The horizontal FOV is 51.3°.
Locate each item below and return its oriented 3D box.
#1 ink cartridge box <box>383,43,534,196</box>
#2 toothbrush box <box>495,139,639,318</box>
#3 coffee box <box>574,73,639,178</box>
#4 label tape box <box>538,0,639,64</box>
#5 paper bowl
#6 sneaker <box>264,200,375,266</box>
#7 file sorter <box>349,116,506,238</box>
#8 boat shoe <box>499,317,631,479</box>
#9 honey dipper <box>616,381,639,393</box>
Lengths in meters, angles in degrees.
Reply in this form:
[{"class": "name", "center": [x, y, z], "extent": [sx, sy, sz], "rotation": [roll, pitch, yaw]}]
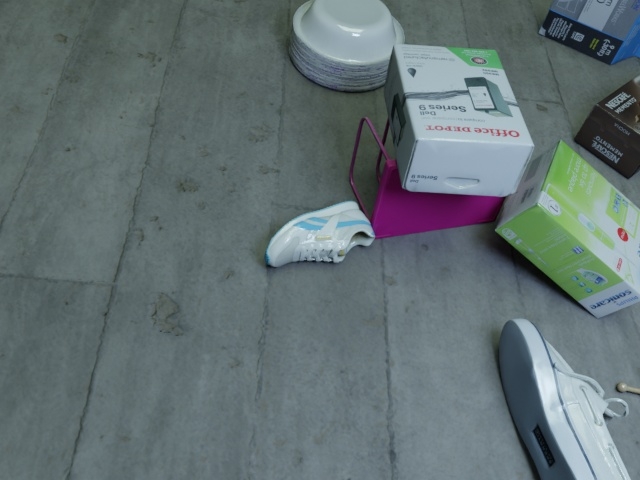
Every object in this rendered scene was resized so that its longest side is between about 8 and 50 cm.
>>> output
[{"class": "ink cartridge box", "center": [0.242, -0.226, 1.218], "extent": [0.211, 0.121, 0.289], "rotation": [1, 48, -7]}, {"class": "toothbrush box", "center": [0.508, -0.022, 1.305], "extent": [0.283, 0.122, 0.206], "rotation": [40, 52, -8]}, {"class": "coffee box", "center": [0.788, -0.297, 1.629], "extent": [0.297, 0.119, 0.168], "rotation": [-32, 64, -30]}, {"class": "label tape box", "center": [0.804, -0.620, 1.809], "extent": [0.334, 0.240, 0.106], "rotation": [29, 53, 13]}, {"class": "paper bowl", "center": [0.069, -0.516, 1.661], "extent": [0.284, 0.148, 0.284], "rotation": [5, 50, -6]}, {"class": "sneaker", "center": [0.000, 0.000, 1.280], "extent": [0.229, 0.087, 0.092], "rotation": [-24, 62, -23]}, {"class": "file sorter", "center": [0.224, -0.153, 1.369], "extent": [0.291, 0.202, 0.182], "rotation": [-8, 51, -16]}, {"class": "boat shoe", "center": [0.420, 0.285, 1.089], "extent": [0.156, 0.136, 0.367], "rotation": [-1, 46, -14]}, {"class": "honey dipper", "center": [0.617, 0.281, 1.202], "extent": [0.161, 0.030, 0.030], "rotation": [14, 51, 4]}]
